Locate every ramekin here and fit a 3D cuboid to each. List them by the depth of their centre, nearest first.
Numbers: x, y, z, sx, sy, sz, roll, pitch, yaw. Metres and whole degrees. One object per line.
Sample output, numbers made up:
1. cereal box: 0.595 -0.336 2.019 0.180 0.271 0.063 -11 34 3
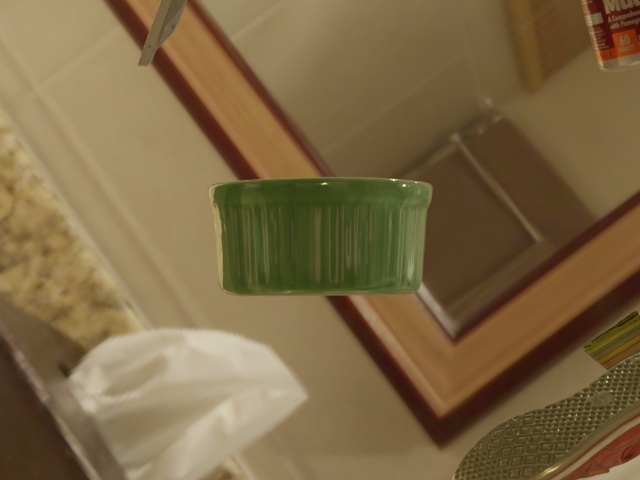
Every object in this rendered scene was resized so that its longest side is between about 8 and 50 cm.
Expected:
1. ramekin: 0.000 0.000 1.695 0.303 0.304 0.148 48 42 -88

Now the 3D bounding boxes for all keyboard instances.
1. keyboard: -0.150 -0.265 1.332 0.014 0.072 0.256 33 -26 -5

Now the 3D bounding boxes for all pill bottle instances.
1. pill bottle: 0.331 -0.301 1.352 0.121 0.121 0.221 -125 -162 -82

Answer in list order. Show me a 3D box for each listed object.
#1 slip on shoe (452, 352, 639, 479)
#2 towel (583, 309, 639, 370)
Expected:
1. slip on shoe: 0.315 0.252 1.545 0.123 0.331 0.101 45 -21 59
2. towel: 0.497 0.192 1.852 0.237 0.102 0.021 37 33 -27
